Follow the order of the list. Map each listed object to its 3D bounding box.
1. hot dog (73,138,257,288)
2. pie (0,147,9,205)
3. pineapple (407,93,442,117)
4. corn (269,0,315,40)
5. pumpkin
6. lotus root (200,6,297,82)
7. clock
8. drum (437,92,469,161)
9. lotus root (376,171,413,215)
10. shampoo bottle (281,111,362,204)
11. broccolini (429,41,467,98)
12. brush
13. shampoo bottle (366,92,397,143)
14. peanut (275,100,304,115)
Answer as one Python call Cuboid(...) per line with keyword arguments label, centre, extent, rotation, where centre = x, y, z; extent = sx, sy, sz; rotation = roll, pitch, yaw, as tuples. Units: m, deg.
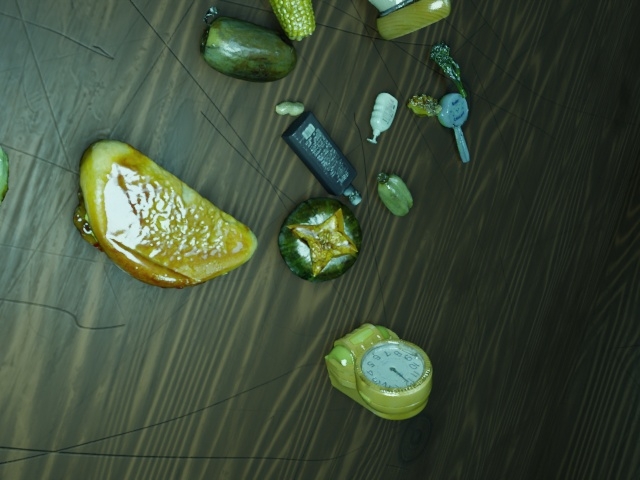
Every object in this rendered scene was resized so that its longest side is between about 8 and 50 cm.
Cuboid(label="hot dog", centre=(-0.343, -0.022, 0.901), extent=(0.405, 0.185, 0.223), rotation=(37, 76, -34))
Cuboid(label="pie", centre=(-0.706, -0.117, 0.682), extent=(0.288, 0.103, 0.354), rotation=(-51, 121, -23))
Cuboid(label="pineapple", centre=(0.348, -0.429, 1.363), extent=(0.115, 0.114, 0.077), rotation=(-12, 125, -28))
Cuboid(label="corn", centre=(-0.095, -0.647, 1.000), extent=(0.115, 0.115, 0.317), rotation=(-30, 117, -27))
Cuboid(label="pumpkin", centre=(0.000, -0.001, 1.161), extent=(0.238, 0.159, 0.237), rotation=(-2, 98, -14))
Cuboid(label="lotus root", centre=(-0.164, -0.439, 0.980), extent=(0.241, 0.124, 0.122), rotation=(1, 84, -33))
Cuboid(label="clock", centre=(0.193, 0.405, 1.288), extent=(0.244, 0.317, 0.200), rotation=(-27, 120, -29))
Cuboid(label="drum", centre=(0.473, -0.390, 1.481), extent=(0.130, 0.049, 0.252), rotation=(-23, 112, -30))
Cuboid(label="lotus root", centre=(0.233, -0.154, 1.344), extent=(0.183, 0.077, 0.090), rotation=(45, 66, -36))
Cuboid(label="shampoo bottle", centre=(0.024, -0.213, 1.190), extent=(0.309, 0.071, 0.098), rotation=(47, 72, -32))
Cuboid(label="broccolini", centre=(0.441, -0.570, 1.392), extent=(0.203, 0.091, 0.068), rotation=(41, 118, -20))
Cuboid(label="brush", centre=(0.242, -0.666, 1.134), extent=(0.174, 0.267, 0.166), rotation=(-37, 120, -13))
Cuboid(label="shampoo bottle", centre=(0.187, -0.368, 1.288), extent=(0.077, 0.045, 0.151), rotation=(19, 87, -38))
Cuboid(label="peanut", centre=(-0.081, -0.352, 1.113), extent=(0.084, 0.037, 0.037), rotation=(-8, 104, -27))
